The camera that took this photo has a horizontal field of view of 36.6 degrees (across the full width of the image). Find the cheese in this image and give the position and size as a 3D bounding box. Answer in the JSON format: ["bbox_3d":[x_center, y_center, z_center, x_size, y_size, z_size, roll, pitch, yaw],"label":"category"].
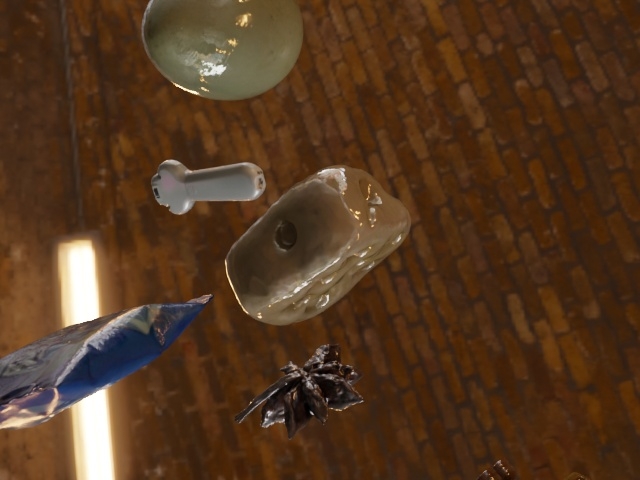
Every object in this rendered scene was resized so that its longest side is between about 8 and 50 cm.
[{"bbox_3d":[0.000,0.000,1.124,0.117,0.235,0.218,53,-33,12],"label":"cheese"}]

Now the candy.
[{"bbox_3d":[-0.252,0.127,0.987,0.187,0.331,0.077,-23,-86,26],"label":"candy"}]

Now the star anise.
[{"bbox_3d":[-0.034,0.264,1.690,0.209,0.231,0.089,17,-49,60],"label":"star anise"}]

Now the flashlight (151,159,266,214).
[{"bbox_3d":[-0.180,-0.093,1.572,0.200,0.047,0.093,-4,-64,23],"label":"flashlight"}]

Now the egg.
[{"bbox_3d":[-0.156,-0.325,1.493,0.218,0.295,0.218,10,-74,36],"label":"egg"}]

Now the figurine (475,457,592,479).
[{"bbox_3d":[0.369,0.445,1.303,0.382,0.261,0.186,42,-56,24],"label":"figurine"}]
